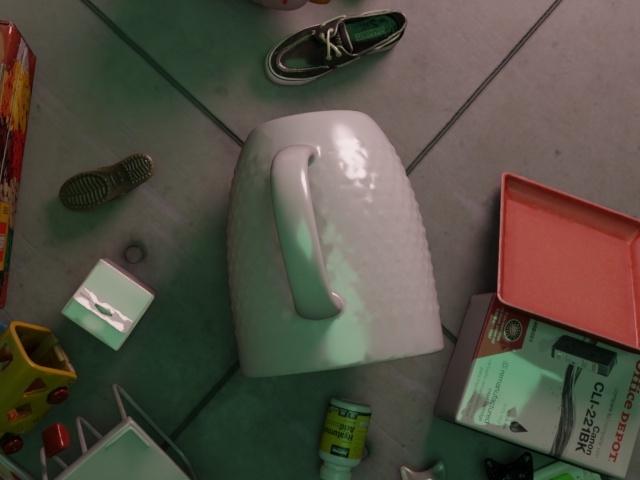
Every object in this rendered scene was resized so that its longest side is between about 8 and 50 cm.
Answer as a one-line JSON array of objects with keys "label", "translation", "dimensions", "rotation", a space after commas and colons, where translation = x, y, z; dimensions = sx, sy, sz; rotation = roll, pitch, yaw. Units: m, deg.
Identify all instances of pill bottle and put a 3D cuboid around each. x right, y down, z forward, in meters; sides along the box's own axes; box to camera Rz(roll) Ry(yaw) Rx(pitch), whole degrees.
[{"label": "pill bottle", "translation": [0.033, 0.292, 1.402], "dimensions": [0.065, 0.065, 0.116], "rotation": [13, 88, -8]}]

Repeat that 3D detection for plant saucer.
[{"label": "plant saucer", "translation": [0.370, 0.041, 1.409], "dimensions": [0.259, 0.048, 0.259], "rotation": [19, 48, -9]}]

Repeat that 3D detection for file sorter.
[{"label": "file sorter", "translation": [-0.312, 0.361, 1.279], "dimensions": [0.277, 0.173, 0.193], "rotation": [-41, 113, -7]}]

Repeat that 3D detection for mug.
[{"label": "mug", "translation": [0.000, 0.000, 1.249], "dimensions": [0.276, 0.374, 0.328], "rotation": [-9, 85, 8]}]

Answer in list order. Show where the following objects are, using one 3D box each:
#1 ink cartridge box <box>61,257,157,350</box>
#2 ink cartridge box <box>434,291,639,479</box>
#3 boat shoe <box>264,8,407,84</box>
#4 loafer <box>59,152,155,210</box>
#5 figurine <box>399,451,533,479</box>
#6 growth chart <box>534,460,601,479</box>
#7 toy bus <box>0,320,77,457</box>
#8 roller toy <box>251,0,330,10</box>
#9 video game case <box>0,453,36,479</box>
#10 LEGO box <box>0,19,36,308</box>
[{"label": "ink cartridge box", "translation": [-0.286, 0.085, 1.316], "dimensions": [0.092, 0.143, 0.090], "rotation": [35, 85, -7]}, {"label": "ink cartridge box", "translation": [0.334, 0.214, 1.417], "dimensions": [0.272, 0.114, 0.197], "rotation": [20, 82, -8]}, {"label": "boat shoe", "translation": [0.022, -0.291, 1.405], "dimensions": [0.219, 0.070, 0.078], "rotation": [-22, 93, -8]}, {"label": "loafer", "translation": [-0.298, -0.081, 1.366], "dimensions": [0.147, 0.050, 0.056], "rotation": [-18, 89, 7]}, {"label": "figurine", "translation": [0.221, 0.424, 1.418], "dimensions": [0.214, 0.092, 0.210], "rotation": [-3, 85, -3]}, {"label": "growth chart", "translation": [0.393, 0.447, 1.478], "dimensions": [0.171, 0.021, 0.237], "rotation": [-30, 92, -9]}, {"label": "toy bus", "translation": [-0.419, 0.200, 1.255], "dimensions": [0.190, 0.104, 0.202], "rotation": [-4, 73, 32]}, {"label": "roller toy", "translation": [-0.083, -0.412, 1.332], "dimensions": [0.191, 0.209, 0.146], "rotation": [22, 85, 32]}, {"label": "video game case", "translation": [-0.557, 0.389, 1.331], "dimensions": [0.204, 0.025, 0.285], "rotation": [42, 84, -6]}, {"label": "LEGO box", "translation": [-0.653, -0.117, 1.237], "dimensions": [0.499, 0.193, 0.373], "rotation": [8, 88, -9]}]
